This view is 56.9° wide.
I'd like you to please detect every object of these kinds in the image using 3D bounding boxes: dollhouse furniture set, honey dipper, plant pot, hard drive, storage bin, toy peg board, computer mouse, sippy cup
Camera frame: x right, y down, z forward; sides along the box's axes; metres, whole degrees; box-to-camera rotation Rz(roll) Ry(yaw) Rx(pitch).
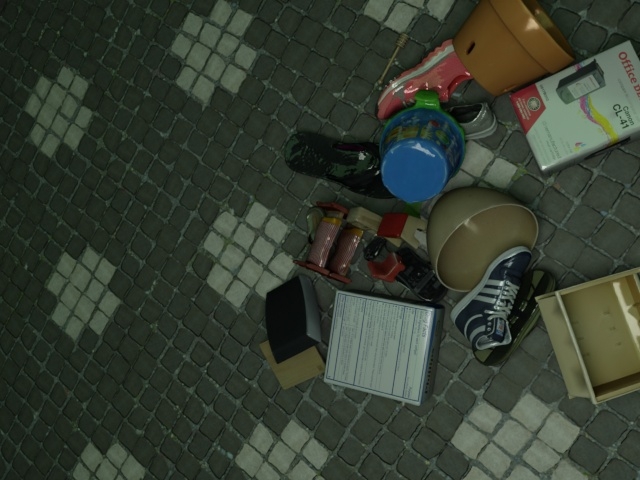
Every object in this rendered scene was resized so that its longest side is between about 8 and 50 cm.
[{"bbox_3d":[0.092,0.010,1.592,0.374,0.152,0.201,5,73,65],"label":"dollhouse furniture set"},{"bbox_3d":[0.213,-0.535,1.753,0.030,0.030,0.161,32,102,20],"label":"honey dipper"},{"bbox_3d":[0.480,-0.514,1.524,0.203,0.291,0.291,-37,74,34],"label":"plant pot"},{"bbox_3d":[0.391,-0.032,1.553,0.284,0.284,0.191,-44,41,15],"label":"plant pot"},{"bbox_3d":[-0.089,0.224,1.756,0.172,0.054,0.255,-29,41,17],"label":"hard drive"},{"bbox_3d":[0.692,0.222,1.418,0.260,0.123,0.262,-14,80,-10],"label":"storage bin"},{"bbox_3d":[-0.074,0.346,1.816,0.161,0.079,0.161,-28,93,19],"label":"toy peg board"},{"bbox_3d":[0.271,0.051,1.694,0.262,0.060,0.184,35,81,16],"label":"computer mouse"},{"bbox_3d":[0.252,-0.210,1.522,0.240,0.224,0.305,-25,106,25],"label":"sippy cup"}]

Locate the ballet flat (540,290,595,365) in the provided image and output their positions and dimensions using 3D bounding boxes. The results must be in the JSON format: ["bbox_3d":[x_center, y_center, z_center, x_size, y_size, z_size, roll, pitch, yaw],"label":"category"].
[{"bbox_3d":[0.638,0.229,1.518,0.091,0.077,0.241,-37,74,19],"label":"ballet flat"}]

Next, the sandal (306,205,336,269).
[{"bbox_3d":[0.000,0.000,1.799,0.090,0.060,0.219,-14,82,21],"label":"sandal"}]

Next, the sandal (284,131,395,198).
[{"bbox_3d":[0.085,-0.225,1.748,0.445,0.107,0.168,11,93,22],"label":"sandal"}]

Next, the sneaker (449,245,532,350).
[{"bbox_3d":[0.460,0.156,1.502,0.282,0.099,0.153,-54,33,23],"label":"sneaker"}]

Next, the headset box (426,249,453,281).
[{"bbox_3d":[0.341,0.068,1.634,0.032,0.083,0.062,-40,79,46],"label":"headset box"}]

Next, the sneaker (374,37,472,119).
[{"bbox_3d":[0.294,-0.427,1.669,0.314,0.116,0.136,-36,76,17],"label":"sneaker"}]

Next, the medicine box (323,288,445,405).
[{"bbox_3d":[0.180,0.289,1.664,0.289,0.149,0.264,9,91,22],"label":"medicine box"}]

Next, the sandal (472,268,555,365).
[{"bbox_3d":[0.520,0.214,1.554,0.303,0.086,0.120,-53,39,13],"label":"sandal"}]

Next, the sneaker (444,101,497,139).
[{"bbox_3d":[0.338,-0.324,1.633,0.281,0.115,0.105,-16,59,16],"label":"sneaker"}]

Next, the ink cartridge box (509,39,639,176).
[{"bbox_3d":[0.669,-0.326,1.502,0.306,0.131,0.226,-24,79,21],"label":"ink cartridge box"}]
